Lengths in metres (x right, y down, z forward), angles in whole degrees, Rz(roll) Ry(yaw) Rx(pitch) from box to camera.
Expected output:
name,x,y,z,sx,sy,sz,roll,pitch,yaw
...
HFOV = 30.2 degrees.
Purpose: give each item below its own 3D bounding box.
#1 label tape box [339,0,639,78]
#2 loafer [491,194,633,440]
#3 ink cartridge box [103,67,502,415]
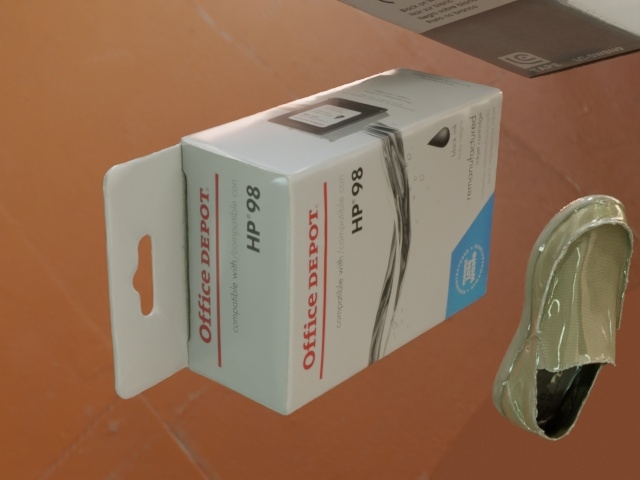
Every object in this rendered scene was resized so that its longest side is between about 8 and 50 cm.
name,x,y,z,sx,sy,sz,roll,pitch,yaw
label tape box,0.029,-0.245,0.567,0.106,0.334,0.240,-3,74,59
loafer,0.249,0.083,1.158,0.092,0.102,0.268,-127,42,-52
ink cartridge box,0.000,0.000,0.492,0.060,0.180,0.104,20,121,36
